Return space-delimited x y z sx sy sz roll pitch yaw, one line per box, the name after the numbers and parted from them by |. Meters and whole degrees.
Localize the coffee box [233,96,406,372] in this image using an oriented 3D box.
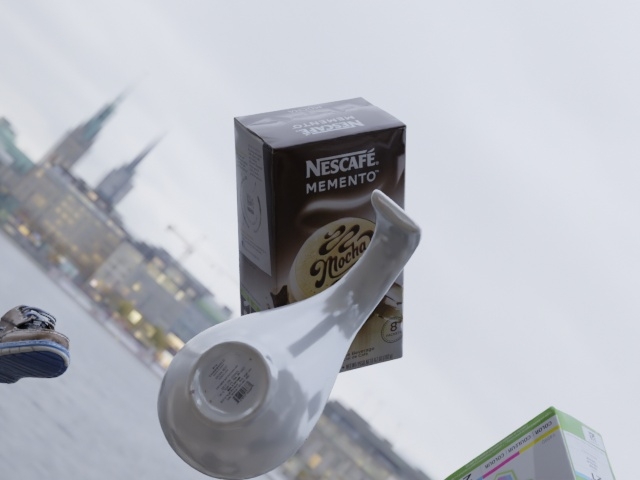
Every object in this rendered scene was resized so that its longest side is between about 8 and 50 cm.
0.000 0.000 1.551 0.119 0.168 0.297 -138 -139 -56 | coffee box

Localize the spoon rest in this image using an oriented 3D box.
-0.020 0.083 1.138 0.137 0.276 0.084 43 -4 22 | spoon rest

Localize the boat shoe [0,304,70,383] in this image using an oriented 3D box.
-0.300 0.099 1.357 0.066 0.066 0.183 29 -25 -30 | boat shoe

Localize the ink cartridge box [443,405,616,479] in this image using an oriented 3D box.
0.262 0.354 1.581 0.097 0.189 0.255 32 31 -32 | ink cartridge box
